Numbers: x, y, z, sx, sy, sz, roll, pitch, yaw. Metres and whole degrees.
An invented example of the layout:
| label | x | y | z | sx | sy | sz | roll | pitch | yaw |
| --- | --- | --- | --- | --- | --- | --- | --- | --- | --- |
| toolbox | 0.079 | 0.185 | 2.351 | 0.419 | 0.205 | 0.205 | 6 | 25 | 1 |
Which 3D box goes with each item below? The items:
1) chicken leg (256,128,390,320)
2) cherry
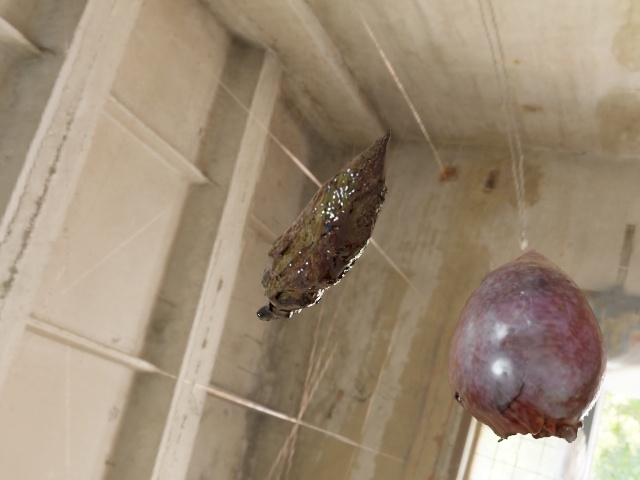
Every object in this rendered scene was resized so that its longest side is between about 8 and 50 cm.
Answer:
| label | x | y | z | sx | sy | sz | roll | pitch | yaw |
| --- | --- | --- | --- | --- | --- | --- | --- | --- | --- |
| chicken leg | 0.000 | 0.000 | 0.645 | 0.063 | 0.234 | 0.105 | 17 | -135 | -26 |
| cherry | 0.256 | 0.127 | 0.843 | 0.192 | 0.175 | 0.249 | 133 | 152 | -70 |
